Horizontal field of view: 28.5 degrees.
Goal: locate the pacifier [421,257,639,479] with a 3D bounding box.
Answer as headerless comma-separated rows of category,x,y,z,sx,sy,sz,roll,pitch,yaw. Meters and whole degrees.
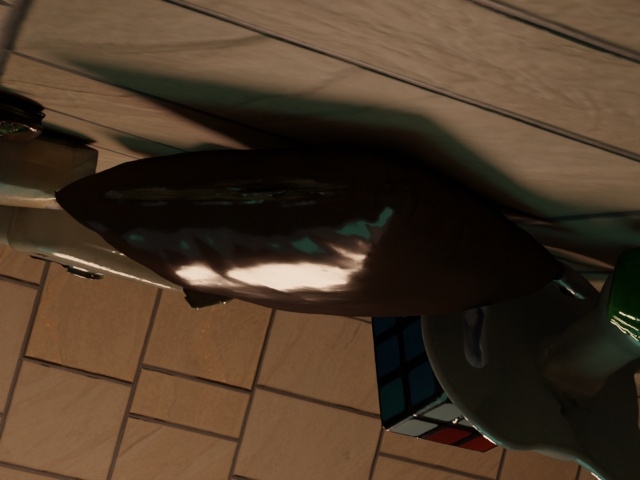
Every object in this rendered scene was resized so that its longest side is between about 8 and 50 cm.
pacifier,0.244,0.084,1.121,0.299,0.244,0.233,24,141,-20

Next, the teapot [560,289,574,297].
teapot,0.270,0.111,1.489,0.146,0.116,0.148,-7,-177,41

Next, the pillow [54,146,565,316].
pillow,0.000,0.000,1.010,0.308,0.108,0.305,0,168,31

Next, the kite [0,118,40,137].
kite,-0.340,-0.113,1.104,0.190,0.010,0.159,12,166,-10

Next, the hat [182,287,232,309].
hat,-0.130,0.000,1.276,0.175,0.085,0.147,40,-175,0

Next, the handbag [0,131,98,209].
handbag,-0.325,-0.076,1.296,0.173,0.095,0.117,14,172,-20

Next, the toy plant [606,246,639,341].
toy plant,0.331,0.053,0.933,0.240,0.088,0.154,5,-171,-13

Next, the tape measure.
tape measure,-0.314,-0.015,1.697,0.258,0.130,0.265,16,175,-40

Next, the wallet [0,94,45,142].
wallet,-0.378,-0.137,1.131,0.255,0.031,0.137,15,171,-20

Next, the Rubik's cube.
Rubik's cube,0.165,0.124,1.385,0.163,0.160,0.162,18,143,-33
